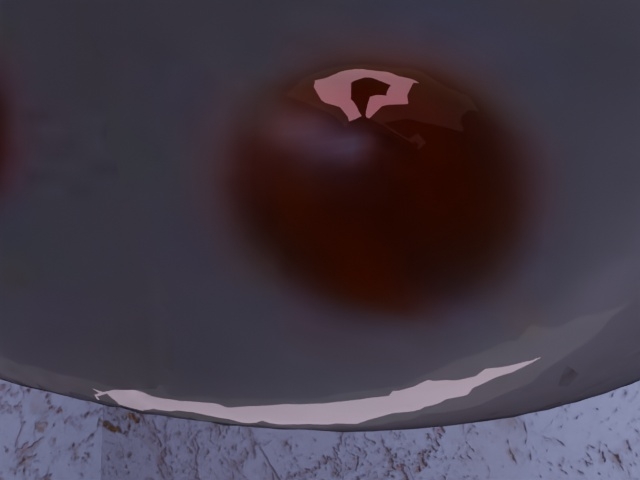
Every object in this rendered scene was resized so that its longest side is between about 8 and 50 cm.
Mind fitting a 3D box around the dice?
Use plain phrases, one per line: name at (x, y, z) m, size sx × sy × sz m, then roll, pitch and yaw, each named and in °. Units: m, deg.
dice at (-0.010, -0.119, 0.516) m, size 0.304 × 0.277 × 0.304 m, roll 10°, pitch -157°, yaw 11°
